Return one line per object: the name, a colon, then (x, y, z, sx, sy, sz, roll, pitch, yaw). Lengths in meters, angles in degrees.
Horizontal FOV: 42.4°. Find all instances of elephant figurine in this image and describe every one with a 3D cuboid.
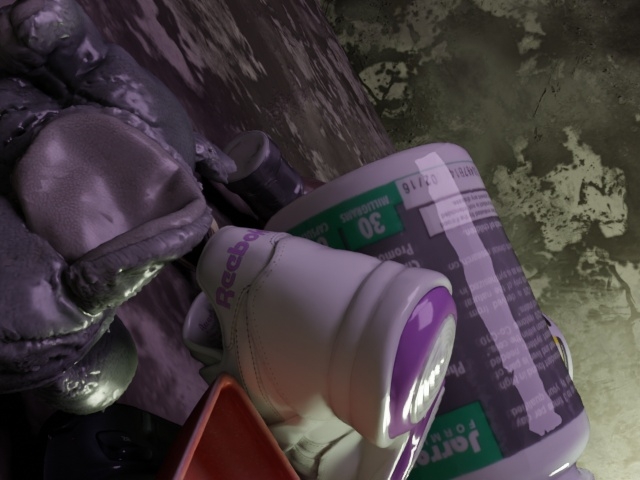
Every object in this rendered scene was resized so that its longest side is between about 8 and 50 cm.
elephant figurine: (-0.136, 0.008, 0.397, 0.169, 0.185, 0.240, 73, 2, -50)

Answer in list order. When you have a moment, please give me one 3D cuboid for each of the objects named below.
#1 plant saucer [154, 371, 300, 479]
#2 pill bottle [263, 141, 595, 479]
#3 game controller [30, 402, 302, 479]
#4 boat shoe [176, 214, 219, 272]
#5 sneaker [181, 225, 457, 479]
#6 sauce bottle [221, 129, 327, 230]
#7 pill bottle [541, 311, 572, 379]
plant saucer: (-0.036, 0.238, 0.369, 0.259, 0.047, 0.258, 63, 24, -25)
pill bottle: (0.105, 0.117, 0.716, 0.361, 0.204, 0.204, 67, 14, 8)
game controller: (-0.054, 0.209, 0.502, 0.319, 0.067, 0.167, 43, 37, -51)
boat shoe: (-0.128, -0.026, 0.684, 0.152, 0.056, 0.049, 47, 14, -45)
sneaker: (0.000, 0.082, 0.518, 0.305, 0.152, 0.114, 87, 28, -58)
sauce bottle: (0.000, 0.000, 0.983, 0.344, 0.111, 0.111, 48, 18, -42)
pill bottle: (0.158, 0.158, 0.990, 0.333, 0.188, 0.188, 10, 50, -53)
